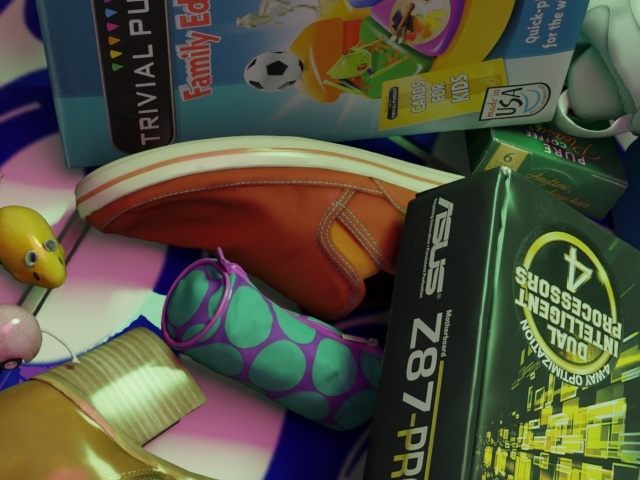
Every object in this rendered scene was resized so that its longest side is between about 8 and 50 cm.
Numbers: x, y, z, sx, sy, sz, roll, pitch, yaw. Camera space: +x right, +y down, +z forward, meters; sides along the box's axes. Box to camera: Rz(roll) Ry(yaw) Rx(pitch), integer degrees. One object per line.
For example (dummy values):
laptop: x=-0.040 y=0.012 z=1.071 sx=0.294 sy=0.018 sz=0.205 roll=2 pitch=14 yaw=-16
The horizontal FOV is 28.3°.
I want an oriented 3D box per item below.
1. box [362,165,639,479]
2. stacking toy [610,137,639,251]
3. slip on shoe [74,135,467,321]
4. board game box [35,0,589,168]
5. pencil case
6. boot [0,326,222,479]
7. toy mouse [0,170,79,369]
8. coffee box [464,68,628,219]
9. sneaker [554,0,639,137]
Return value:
box: x=0.198 y=0.177 z=0.818 sx=0.395 sy=0.097 sz=0.318 roll=29 pitch=61 yaw=-32
stacking toy: x=0.394 y=-0.008 z=1.015 sx=0.301 sy=0.175 sz=0.166 roll=5 pitch=67 yaw=-34
slip on shoe: x=0.000 y=0.000 z=0.849 sx=0.331 sy=0.123 sz=0.101 roll=10 pitch=71 yaw=-25
board game box: x=-0.002 y=-0.164 z=0.770 sx=0.336 sy=0.254 sz=0.079 roll=-7 pitch=56 yaw=-8
pencil case: x=-0.026 y=0.067 z=0.814 sx=0.151 sy=0.064 sz=0.070 roll=30 pitch=104 yaw=-34
boot: x=-0.113 y=0.206 z=0.720 sx=0.220 sy=0.109 sz=0.283 roll=-34 pitch=84 yaw=-31
toy mouse: x=-0.217 y=0.032 z=0.761 sx=0.143 sy=0.031 sz=0.161 roll=-31 pitch=62 yaw=-23
coffee box: x=0.159 y=-0.102 z=0.955 sx=0.113 sy=0.040 sz=0.184 roll=17 pitch=40 yaw=-17
sneaker: x=0.278 y=-0.218 z=0.913 sx=0.210 sy=0.137 sz=0.366 roll=-1 pitch=59 yaw=22
